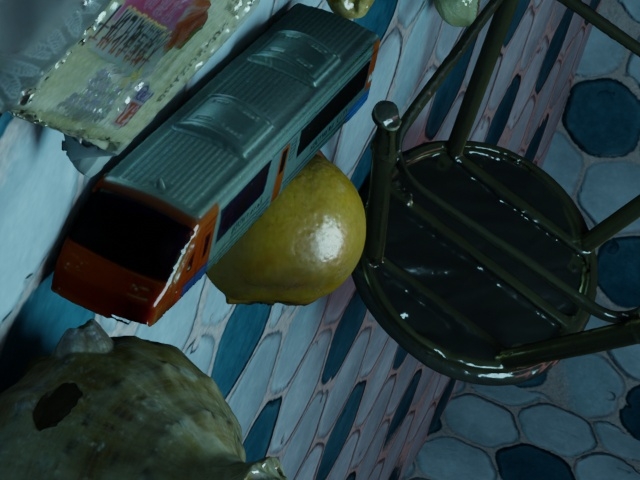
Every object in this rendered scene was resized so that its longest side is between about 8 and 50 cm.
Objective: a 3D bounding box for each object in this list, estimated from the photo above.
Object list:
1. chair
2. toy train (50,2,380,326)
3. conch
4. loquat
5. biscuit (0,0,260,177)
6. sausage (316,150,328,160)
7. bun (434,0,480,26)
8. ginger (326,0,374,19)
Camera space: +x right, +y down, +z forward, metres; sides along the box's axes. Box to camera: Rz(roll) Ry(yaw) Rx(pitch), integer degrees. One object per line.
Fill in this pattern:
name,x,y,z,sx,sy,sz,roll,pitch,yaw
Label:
chair,0.225,-0.054,2.012,0.362,0.364,0.410,-55,180,-30
toy train,-0.067,-0.070,1.401,0.409,0.086,0.089,-49,159,-55
conch,-0.152,0.169,1.237,0.263,0.186,0.324,-46,-173,-27
loquat,-0.034,-0.010,1.563,0.141,0.141,0.141,-62,168,-24
biscuit,-0.124,-0.121,1.009,0.186,0.079,0.309,-50,172,3
sausage,-0.035,-0.030,1.671,0.076,0.076,0.141,-39,151,-66
bun,0.151,-0.278,2.080,0.086,0.055,0.086,11,90,-86
ginger,0.056,-0.283,1.542,0.115,0.081,0.205,-37,151,-46
